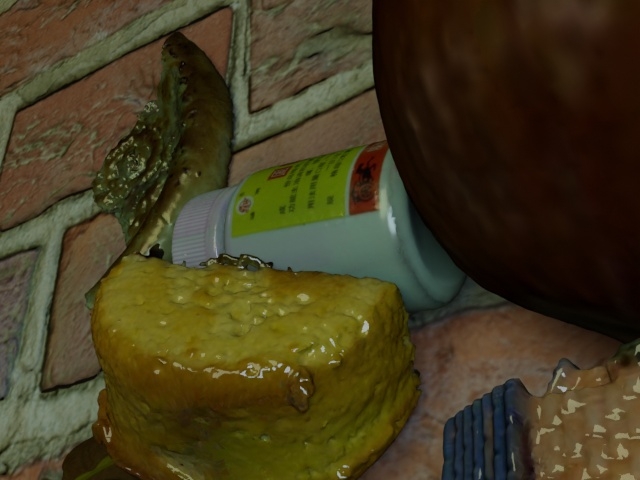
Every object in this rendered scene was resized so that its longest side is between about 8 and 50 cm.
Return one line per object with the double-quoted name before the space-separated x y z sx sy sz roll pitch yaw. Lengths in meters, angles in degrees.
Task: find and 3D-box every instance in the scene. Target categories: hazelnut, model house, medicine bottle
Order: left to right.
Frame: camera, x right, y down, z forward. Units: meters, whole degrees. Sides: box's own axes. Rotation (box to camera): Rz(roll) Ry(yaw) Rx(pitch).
"medicine bottle" 0.000 0.000 0.761 0.225 0.139 0.139 -11 56 32
"model house" 0.151 0.163 0.509 0.172 0.183 0.166 -17 52 26
"hazelnut" 0.219 -0.132 0.552 0.421 0.353 0.421 6 101 31

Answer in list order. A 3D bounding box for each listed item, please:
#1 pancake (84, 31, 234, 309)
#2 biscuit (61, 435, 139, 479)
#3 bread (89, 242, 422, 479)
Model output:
"pancake" -0.190 -0.082 1.020 0.197 0.054 0.376 -15 53 30
"biscuit" -0.142 0.220 0.704 0.208 0.041 0.290 -20 24 -11
"bread" -0.065 0.111 0.681 0.261 0.160 0.147 8 33 16
